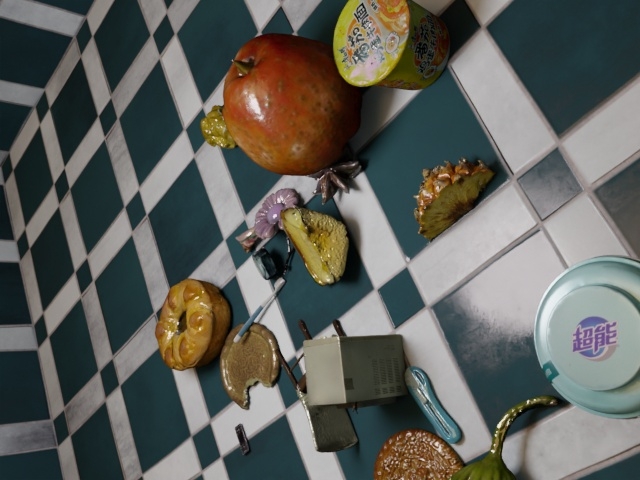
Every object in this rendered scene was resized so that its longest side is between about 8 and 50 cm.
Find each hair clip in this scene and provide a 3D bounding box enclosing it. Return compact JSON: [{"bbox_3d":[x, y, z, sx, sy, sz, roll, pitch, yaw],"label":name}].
[{"bbox_3d":[-0.175,-0.052,2.242,0.300,0.069,0.172,-39,38,40],"label":"hair clip"}]

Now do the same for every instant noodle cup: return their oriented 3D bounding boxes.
[{"bbox_3d":[0.189,-0.499,1.832,0.264,0.200,0.264,-6,82,46],"label":"instant noodle cup"}]

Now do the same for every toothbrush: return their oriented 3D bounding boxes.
[{"bbox_3d":[-0.195,0.220,2.264,0.275,0.019,0.025,-52,46,18],"label":"toothbrush"}]

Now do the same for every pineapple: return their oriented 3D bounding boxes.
[{"bbox_3d":[0.281,-0.135,1.757,0.250,0.140,0.164,-44,56,38],"label":"pineapple"}]

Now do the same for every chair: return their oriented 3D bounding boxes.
[{"bbox_3d":[0.019,0.389,1.962,0.186,0.160,0.319,-53,50,31],"label":"chair"}]

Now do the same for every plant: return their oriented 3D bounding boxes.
[{"bbox_3d":[0.403,0.510,1.612,0.251,0.180,0.333,6,63,36],"label":"plant"}]

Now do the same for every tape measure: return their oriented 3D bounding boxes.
[{"bbox_3d":[-0.129,0.038,2.233,0.180,0.104,0.107,-44,19,-7],"label":"tape measure"}]

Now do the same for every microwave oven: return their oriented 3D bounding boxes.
[{"bbox_3d":[0.090,0.335,1.831,0.145,0.241,0.193,-12,78,44],"label":"microwave oven"}]

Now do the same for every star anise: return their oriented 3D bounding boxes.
[{"bbox_3d":[0.040,-0.185,2.055,0.205,0.061,0.180,-29,54,35],"label":"star anise"}]

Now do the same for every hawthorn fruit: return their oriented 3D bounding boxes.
[{"bbox_3d":[-0.093,-0.383,1.959,0.403,0.403,0.402,-5,83,45],"label":"hawthorn fruit"}]

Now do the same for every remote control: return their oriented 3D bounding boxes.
[{"bbox_3d":[-0.250,0.638,2.316,0.039,0.014,0.096,-44,56,34],"label":"remote control"}]

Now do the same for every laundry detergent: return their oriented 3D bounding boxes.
[{"bbox_3d":[0.566,0.172,1.311,0.287,0.305,0.287,-4,84,45],"label":"laundry detergent"}]

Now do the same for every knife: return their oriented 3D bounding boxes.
[{"bbox_3d":[0.274,0.407,1.785,0.064,0.031,0.222,-52,54,25],"label":"knife"}]

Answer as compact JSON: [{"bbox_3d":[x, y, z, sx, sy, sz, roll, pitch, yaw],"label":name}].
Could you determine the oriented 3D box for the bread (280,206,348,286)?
[{"bbox_3d":[0.003,-0.009,2.027,0.251,0.133,0.174,58,162,-3],"label":"bread"}]

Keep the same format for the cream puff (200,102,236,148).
[{"bbox_3d":[-0.340,-0.373,2.421,0.156,0.121,0.156,3,95,44],"label":"cream puff"}]

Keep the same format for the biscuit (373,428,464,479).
[{"bbox_3d":[0.245,0.622,1.791,0.305,0.038,0.305,-5,83,45],"label":"biscuit"}]

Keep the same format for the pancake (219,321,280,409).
[{"bbox_3d":[-0.231,0.402,2.304,0.288,0.033,0.285,6,90,46],"label":"pancake"}]

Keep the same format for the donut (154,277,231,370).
[{"bbox_3d":[-0.435,0.285,2.440,0.317,0.150,0.299,-31,65,41],"label":"donut"}]
